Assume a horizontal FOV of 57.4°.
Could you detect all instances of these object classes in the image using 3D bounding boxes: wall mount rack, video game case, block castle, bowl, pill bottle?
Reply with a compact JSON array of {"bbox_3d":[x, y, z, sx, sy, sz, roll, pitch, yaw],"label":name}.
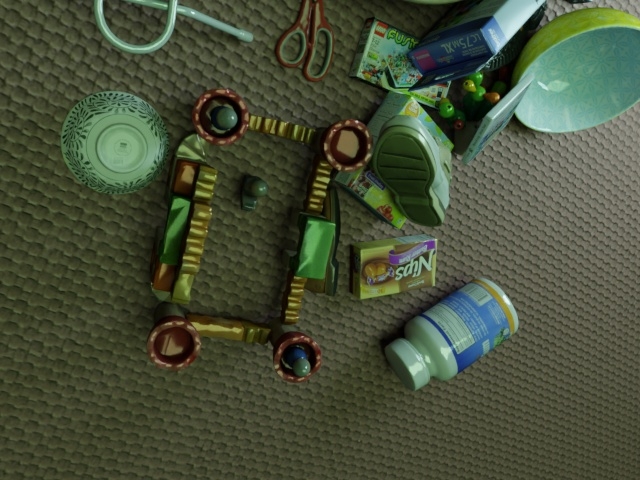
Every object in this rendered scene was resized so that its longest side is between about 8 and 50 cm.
[{"bbox_3d":[-0.215,-0.446,0.875,0.304,0.130,0.350,7,101,-23],"label":"wall mount rack"},{"bbox_3d":[0.349,-0.238,1.156,0.019,0.143,0.157,40,64,14],"label":"video game case"},{"bbox_3d":[-0.110,-0.003,0.972,0.303,0.213,0.453,10,99,-19],"label":"block castle"},{"bbox_3d":[-0.320,-0.150,0.928,0.170,0.080,0.170,-7,106,-23],"label":"bowl"},{"bbox_3d":[0.526,-0.376,1.211,0.289,0.289,0.156,16,54,-28],"label":"bowl"},{"bbox_3d":[0.281,0.209,1.278,0.272,0.152,0.152,-31,115,-15],"label":"pill bottle"}]

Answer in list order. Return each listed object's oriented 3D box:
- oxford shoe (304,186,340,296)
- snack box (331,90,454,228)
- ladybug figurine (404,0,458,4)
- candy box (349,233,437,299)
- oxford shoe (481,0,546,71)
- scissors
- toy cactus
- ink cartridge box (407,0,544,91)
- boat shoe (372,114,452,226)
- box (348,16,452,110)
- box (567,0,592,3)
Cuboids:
[{"bbox_3d":[0.000,0.000,1.135,0.076,0.076,0.212,7,93,12],"label":"oxford shoe"},{"bbox_3d":[0.145,-0.154,1.140,0.174,0.070,0.207,34,87,-42],"label":"snack box"},{"bbox_3d":[0.215,-0.578,1.017,0.449,0.162,0.305,-25,113,-17],"label":"ladybug figurine"},{"bbox_3d":[0.154,0.053,1.230,0.186,0.053,0.109,-6,107,-23],"label":"candy box"},{"bbox_3d":[0.356,-0.414,1.168,0.227,0.096,0.083,-48,132,-23],"label":"oxford shoe"},{"bbox_3d":[-0.005,-0.437,1.036,0.109,0.021,0.297,9,99,-25],"label":"scissors"},{"bbox_3d":[0.315,-0.258,1.188,0.219,0.112,0.181,-40,144,-42],"label":"toy cactus"},{"bbox_3d":[0.290,-0.397,1.059,0.311,0.185,0.065,-50,116,-19],"label":"ink cartridge box"},{"bbox_3d":[0.170,-0.137,1.037,0.302,0.113,0.103,57,49,-60],"label":"boat shoe"},{"bbox_3d":[0.163,-0.337,1.132,0.207,0.036,0.114,13,98,-28],"label":"box"},{"bbox_3d":[0.500,-0.622,1.201,0.232,0.059,0.183,13,98,-29],"label":"box"}]
